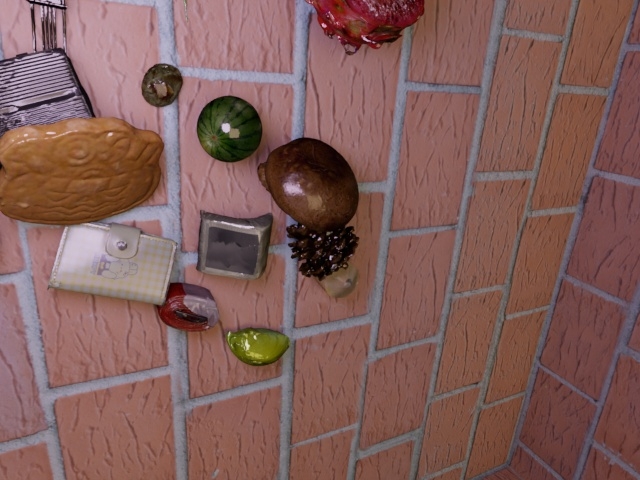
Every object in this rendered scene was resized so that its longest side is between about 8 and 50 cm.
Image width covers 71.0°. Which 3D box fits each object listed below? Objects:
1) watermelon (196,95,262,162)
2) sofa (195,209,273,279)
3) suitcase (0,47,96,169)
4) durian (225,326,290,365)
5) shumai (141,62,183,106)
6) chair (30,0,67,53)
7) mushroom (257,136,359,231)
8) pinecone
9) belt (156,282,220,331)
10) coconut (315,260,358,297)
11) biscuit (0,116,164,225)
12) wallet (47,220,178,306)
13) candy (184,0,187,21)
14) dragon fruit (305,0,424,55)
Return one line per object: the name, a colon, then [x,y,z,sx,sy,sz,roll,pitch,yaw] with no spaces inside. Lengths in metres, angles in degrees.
watermelon: [-0.255,-0.322,1.289,0.187,0.215,0.188,7,120,12]
sofa: [-0.280,0.005,1.470,0.225,0.176,0.210,7,108,0]
suitcase: [-0.712,-0.288,1.042,0.334,0.152,0.230,-23,102,-18]
durian: [-0.230,0.390,1.645,0.250,0.101,0.139,4,73,-30]
shumai: [-0.425,-0.419,1.212,0.098,0.087,0.124,27,94,-32]
chair: [-0.637,-0.528,1.046,0.084,0.101,0.213,-1,109,-28]
mushroom: [-0.019,-0.178,1.389,0.344,0.345,0.239,-14,158,-23]
pinecone: [-0.004,0.009,1.534,0.243,0.257,0.243,-51,167,-16]
belt: [-0.427,0.221,1.452,0.200,0.124,0.128,18,102,-32]
coconut: [0.065,0.133,1.661,0.147,0.152,0.147,-12,116,-26]
biscuit: [-0.578,-0.155,1.114,0.385,0.062,0.365,-16,156,-42]
wallet: [-0.590,0.063,1.302,0.309,0.077,0.224,16,85,-29]
candy: [-0.361,-0.633,1.203,0.023,0.025,0.083,2,121,0]
dragon fruit: [0.096,-0.719,1.266,0.386,0.249,0.371,29,68,-22]
